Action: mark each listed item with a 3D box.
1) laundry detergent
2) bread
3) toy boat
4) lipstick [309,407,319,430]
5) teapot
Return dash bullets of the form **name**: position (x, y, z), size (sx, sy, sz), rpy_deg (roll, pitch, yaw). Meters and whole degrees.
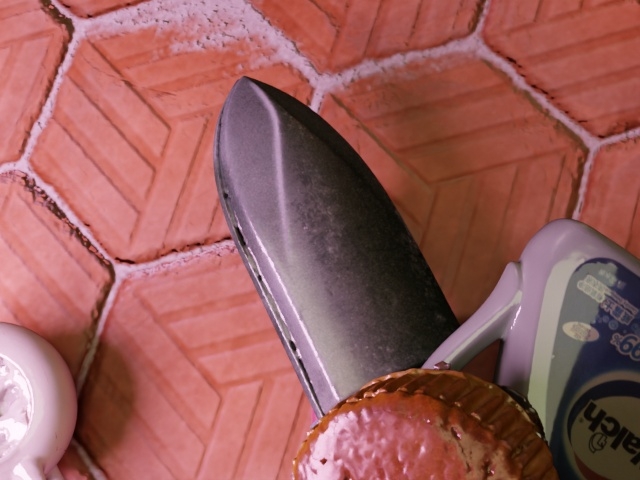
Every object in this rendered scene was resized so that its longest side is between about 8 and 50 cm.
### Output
- **laundry detergent**: position (0.173, 0.146, 0.781), size (0.215, 0.105, 0.280), rpy_deg (38, 84, -3)
- **bread**: position (0.071, 0.189, 0.701), size (0.199, 0.104, 0.199), rpy_deg (2, 96, 23)
- **toy boat**: position (0.000, 0.000, 0.849), size (0.141, 0.092, 0.320), rpy_deg (-18, 75, -31)
- **lipstick**: position (0.008, 0.223, 0.819), size (0.053, 0.053, 0.234), rpy_deg (-2, 73, 7)
- **teapot**: position (-0.267, 0.148, 0.855), size (0.145, 0.092, 0.226), rpy_deg (-45, 75, -3)
